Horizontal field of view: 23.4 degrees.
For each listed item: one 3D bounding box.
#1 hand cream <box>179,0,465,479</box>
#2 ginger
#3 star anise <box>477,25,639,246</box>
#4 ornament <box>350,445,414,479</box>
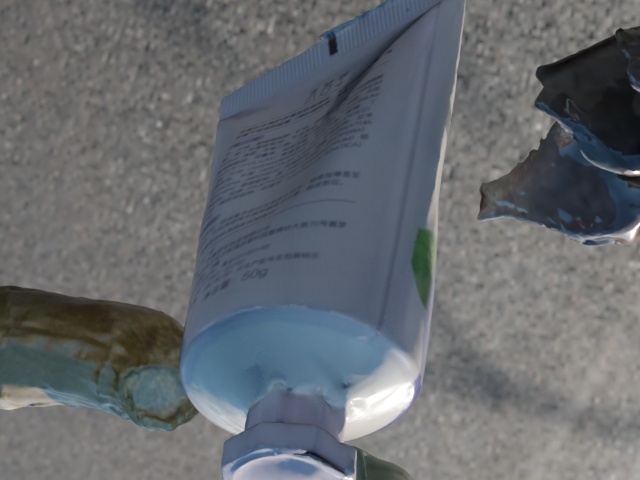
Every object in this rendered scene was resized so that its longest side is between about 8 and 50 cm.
[{"bbox_3d":[0.000,0.000,0.370,0.084,0.142,0.053,-24,129,31],"label":"hand cream"},{"bbox_3d":[-0.182,0.048,0.643,0.295,0.086,0.131,-1,175,18],"label":"ginger"},{"bbox_3d":[0.090,-0.025,0.345,0.129,0.056,0.124,-15,169,32],"label":"star anise"},{"bbox_3d":[0.062,0.155,0.629,0.285,0.120,0.130,8,149,11],"label":"ornament"}]
